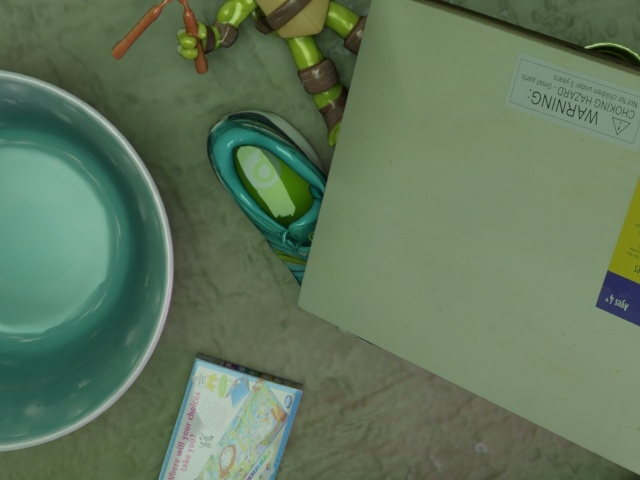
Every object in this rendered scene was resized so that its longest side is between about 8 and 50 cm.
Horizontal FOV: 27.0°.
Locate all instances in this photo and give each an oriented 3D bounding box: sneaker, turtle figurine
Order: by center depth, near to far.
[{"bbox_3d":[-0.028,-0.190,1.152,0.269,0.087,0.217,-41,103,-3],"label":"turtle figurine"},{"bbox_3d":[0.000,0.000,1.166,0.275,0.110,0.107,44,96,-6],"label":"sneaker"}]

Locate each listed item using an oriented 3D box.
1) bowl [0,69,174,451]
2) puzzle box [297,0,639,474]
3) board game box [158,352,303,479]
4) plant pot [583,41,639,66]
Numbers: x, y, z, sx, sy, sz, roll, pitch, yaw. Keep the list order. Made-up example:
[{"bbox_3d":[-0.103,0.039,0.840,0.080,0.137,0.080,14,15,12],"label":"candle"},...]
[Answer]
[{"bbox_3d":[-0.270,0.008,1.142,0.312,0.163,0.311,0,98,1],"label":"bowl"},{"bbox_3d":[0.185,0.003,0.972,0.409,0.052,0.272,25,111,28],"label":"puzzle box"},{"bbox_3d":[-0.087,0.192,1.234,0.104,0.026,0.154,18,98,-2],"label":"board game box"},{"bbox_3d":[0.239,-0.130,1.161,0.083,0.079,0.083,0,97,0],"label":"plant pot"}]
